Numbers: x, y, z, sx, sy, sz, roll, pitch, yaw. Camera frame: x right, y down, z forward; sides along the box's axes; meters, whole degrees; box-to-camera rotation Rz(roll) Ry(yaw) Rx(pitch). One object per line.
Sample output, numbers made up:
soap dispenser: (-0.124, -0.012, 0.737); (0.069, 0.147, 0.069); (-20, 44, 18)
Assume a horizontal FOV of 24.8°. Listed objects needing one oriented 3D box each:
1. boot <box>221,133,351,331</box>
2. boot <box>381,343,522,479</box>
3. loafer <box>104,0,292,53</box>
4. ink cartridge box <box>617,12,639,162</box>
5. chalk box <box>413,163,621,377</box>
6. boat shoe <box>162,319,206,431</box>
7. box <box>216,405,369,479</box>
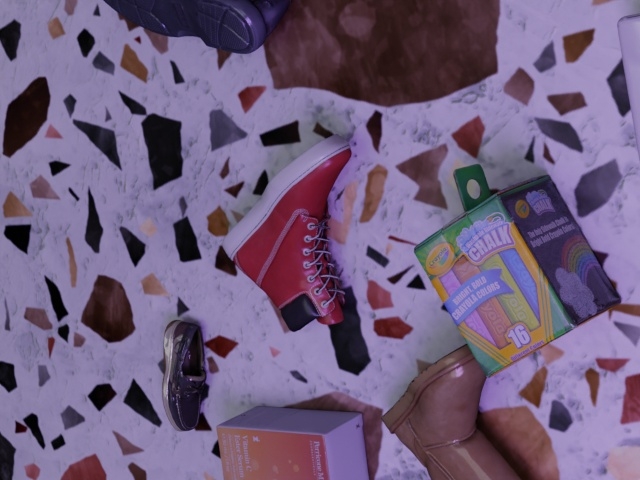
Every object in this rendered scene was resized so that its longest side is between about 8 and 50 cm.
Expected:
boot: (0.000, 0.000, 1.756); (0.176, 0.088, 0.244); (51, 132, 13)
boot: (0.202, 0.262, 1.656); (0.269, 0.089, 0.236); (53, 153, 14)
loafer: (-0.165, -0.312, 1.804); (0.302, 0.095, 0.109); (25, 144, 32)
ink cartridge box: (0.446, -0.098, 1.437); (0.261, 0.066, 0.296); (-6, 98, 35)
chalk box: (0.202, 0.017, 1.591); (0.132, 0.132, 0.213); (-36, 80, 35)
boat shoe: (-0.178, 0.183, 1.935); (0.049, 0.056, 0.152); (3, 103, 39)
box: (-0.033, 0.287, 1.840); (0.170, 0.091, 0.130); (-2, 100, 35)
